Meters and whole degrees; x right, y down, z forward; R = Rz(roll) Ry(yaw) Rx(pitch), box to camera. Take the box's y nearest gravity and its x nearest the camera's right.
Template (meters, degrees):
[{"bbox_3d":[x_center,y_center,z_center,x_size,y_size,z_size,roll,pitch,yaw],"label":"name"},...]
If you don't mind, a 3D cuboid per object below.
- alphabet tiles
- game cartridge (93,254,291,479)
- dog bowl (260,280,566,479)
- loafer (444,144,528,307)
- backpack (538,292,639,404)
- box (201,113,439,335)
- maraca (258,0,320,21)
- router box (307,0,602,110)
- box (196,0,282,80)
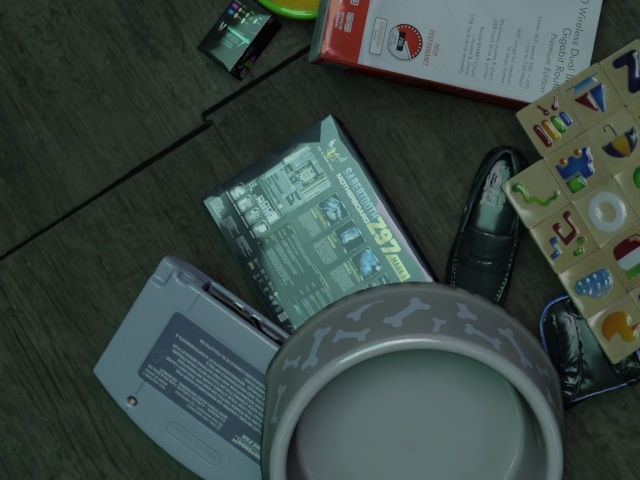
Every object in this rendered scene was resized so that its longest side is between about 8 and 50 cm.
[{"bbox_3d":[0.369,-0.035,1.739,0.285,0.011,0.342,-32,90,-14],"label":"alphabet tiles"},{"bbox_3d":[-0.103,0.175,1.804,0.294,0.060,0.196,36,108,5],"label":"game cartridge"},{"bbox_3d":[0.098,0.223,1.696,0.349,0.102,0.348,-1,109,-2],"label":"dog bowl"},{"bbox_3d":[0.183,0.002,1.790,0.076,0.078,0.223,13,88,10],"label":"loafer"},{"bbox_3d":[0.294,0.110,1.762,0.105,0.084,0.114,-18,90,9],"label":"backpack"},{"bbox_3d":[0.000,0.000,1.827,0.183,0.059,0.232,-33,83,8],"label":"box"},{"bbox_3d":[-0.038,-0.323,1.838,0.127,0.099,0.185,-30,64,-22],"label":"maraca"},{"bbox_3d":[0.167,-0.329,1.767,0.301,0.082,0.335,11,88,-10],"label":"router box"},{"bbox_3d":[-0.094,-0.237,1.857,0.052,0.062,0.083,37,92,11],"label":"box"}]
